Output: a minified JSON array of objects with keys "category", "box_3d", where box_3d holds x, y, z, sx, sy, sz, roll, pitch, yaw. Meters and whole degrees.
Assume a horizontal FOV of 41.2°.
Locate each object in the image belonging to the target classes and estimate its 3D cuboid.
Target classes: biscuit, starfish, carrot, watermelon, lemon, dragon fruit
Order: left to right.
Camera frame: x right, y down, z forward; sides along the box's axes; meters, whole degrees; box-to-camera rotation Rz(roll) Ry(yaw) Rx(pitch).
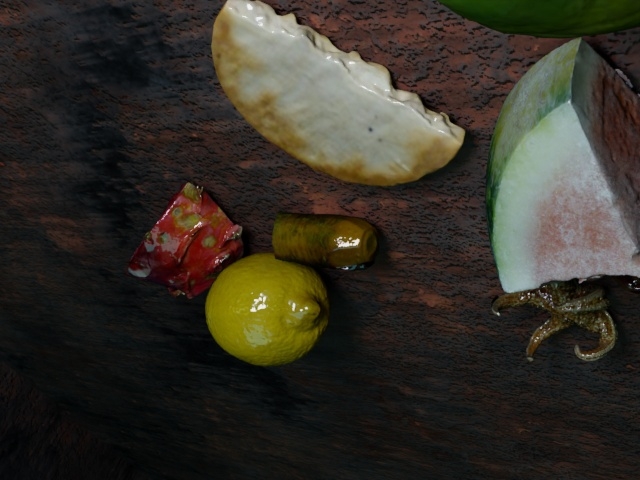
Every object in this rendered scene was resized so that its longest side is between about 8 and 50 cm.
[{"category":"dragon fruit","box_3d":[-0.211,0.030,1.376,0.161,0.126,0.274,33,150,-9]},{"category":"lemon","box_3d":[-0.083,0.108,1.341,0.244,0.186,0.187,-1,140,47]},{"category":"carrot","box_3d":[0.000,0.000,1.215,0.173,0.082,0.082,4,143,32]},{"category":"biscuit","box_3d":[0.005,-0.157,1.010,0.309,0.040,0.204,30,149,-5]},{"category":"starfish","box_3d":[0.308,0.090,1.125,0.146,0.074,0.190,3,143,32]},{"category":"watermelon","box_3d":[0.272,-0.060,0.888,0.232,0.193,0.310,38,140,18]}]

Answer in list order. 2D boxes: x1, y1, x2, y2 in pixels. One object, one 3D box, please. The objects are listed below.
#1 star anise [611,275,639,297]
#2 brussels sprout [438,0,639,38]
[{"category":"star anise","box_3d":[0.414,0.043,0.990,0.168,0.057,0.168,19,148,13]},{"category":"brussels sprout","box_3d":[0.153,-0.288,0.497,0.344,0.268,0.344,-4,114,-8]}]
